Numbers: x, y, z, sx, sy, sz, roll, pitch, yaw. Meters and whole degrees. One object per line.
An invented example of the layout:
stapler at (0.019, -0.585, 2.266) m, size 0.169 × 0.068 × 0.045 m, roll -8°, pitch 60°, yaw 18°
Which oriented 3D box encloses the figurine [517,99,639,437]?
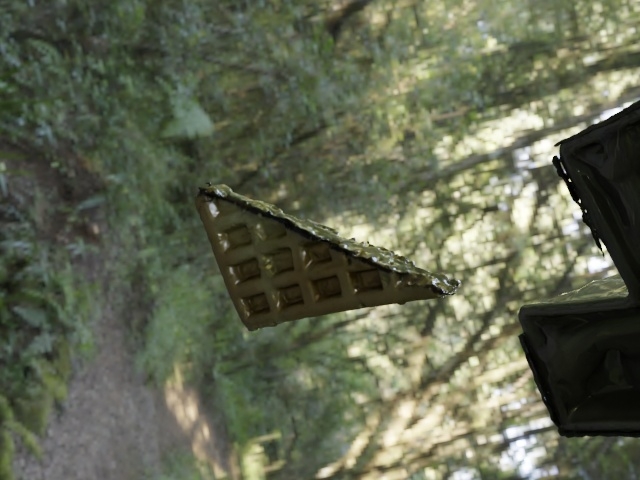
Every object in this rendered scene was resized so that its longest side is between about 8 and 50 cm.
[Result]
figurine at (0.236, -0.019, 0.522) m, size 0.143 × 0.308 × 0.308 m, roll 54°, pitch -11°, yaw 23°

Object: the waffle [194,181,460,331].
waffle at (0.000, 0.000, 0.624) m, size 0.023 × 0.153 × 0.097 m, roll -29°, pitch 104°, yaw -54°
